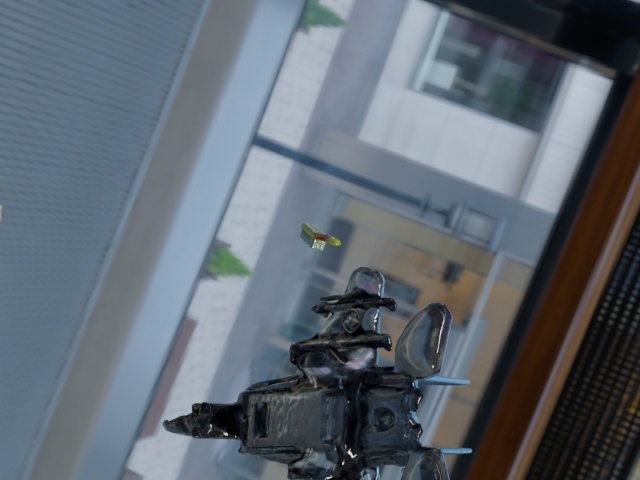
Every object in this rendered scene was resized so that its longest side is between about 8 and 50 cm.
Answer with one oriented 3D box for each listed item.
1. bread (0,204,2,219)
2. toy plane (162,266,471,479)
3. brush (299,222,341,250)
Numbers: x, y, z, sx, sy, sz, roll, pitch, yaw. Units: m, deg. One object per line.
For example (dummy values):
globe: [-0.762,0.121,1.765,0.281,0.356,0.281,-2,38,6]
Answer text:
bread: [-0.394,-0.032,1.073,0.077,0.152,0.105,-63,166,11]
toy plane: [-0.019,0.105,0.682,0.078,0.246,0.169,15,72,-51]
brush: [0.000,0.000,1.153,0.083,0.018,0.021,29,-78,67]
